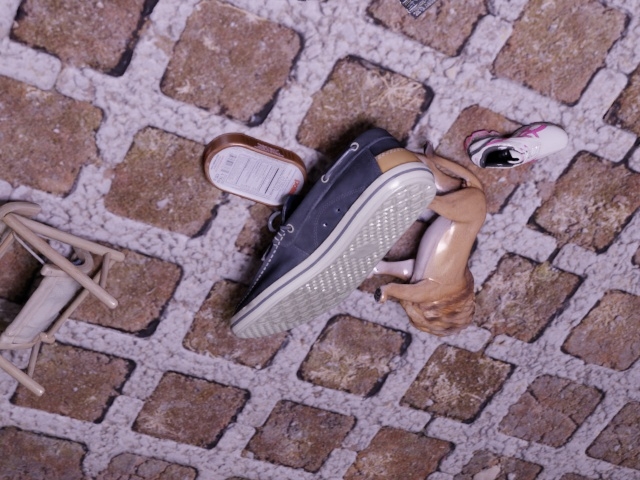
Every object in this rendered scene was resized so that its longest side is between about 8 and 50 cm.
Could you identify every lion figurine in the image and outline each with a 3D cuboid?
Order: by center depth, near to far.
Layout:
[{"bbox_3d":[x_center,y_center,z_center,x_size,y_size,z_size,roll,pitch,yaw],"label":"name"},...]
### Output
[{"bbox_3d":[0.222,0.007,1.926,0.240,0.142,0.392,6,121,-24],"label":"lion figurine"}]

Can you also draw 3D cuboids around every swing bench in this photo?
[{"bbox_3d":[-0.516,0.087,1.825,0.255,0.165,0.253,33,115,-24],"label":"swing bench"}]

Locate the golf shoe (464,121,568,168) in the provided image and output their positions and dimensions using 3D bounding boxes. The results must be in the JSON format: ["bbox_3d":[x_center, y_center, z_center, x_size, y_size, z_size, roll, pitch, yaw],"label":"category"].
[{"bbox_3d":[0.351,-0.156,1.861,0.186,0.086,0.067,-10,126,-6],"label":"golf shoe"}]

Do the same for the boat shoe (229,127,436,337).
[{"bbox_3d":[0.000,0.000,1.850,0.187,0.156,0.500,1,140,-46],"label":"boat shoe"}]

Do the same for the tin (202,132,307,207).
[{"bbox_3d":[-0.112,-0.118,1.829,0.190,0.040,0.106,17,125,-22],"label":"tin"}]

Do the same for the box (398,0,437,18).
[{"bbox_3d":[0.161,-0.402,1.683,0.083,0.018,0.067,-39,124,17],"label":"box"}]
